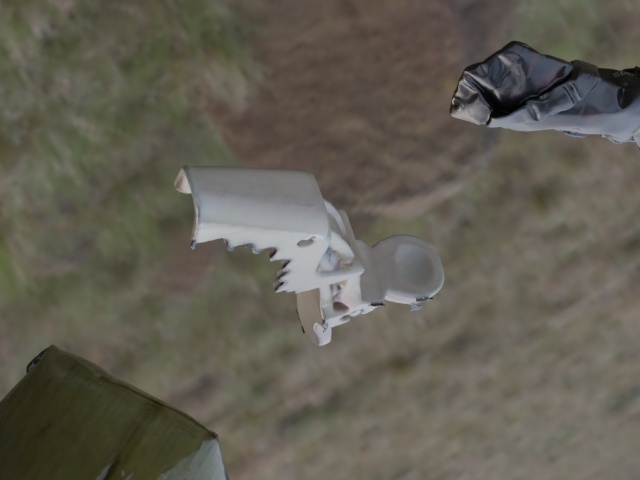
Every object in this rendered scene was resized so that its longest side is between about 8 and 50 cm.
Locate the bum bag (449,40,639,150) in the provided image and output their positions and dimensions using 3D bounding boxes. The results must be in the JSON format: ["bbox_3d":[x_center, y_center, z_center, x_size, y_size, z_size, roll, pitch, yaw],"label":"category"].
[{"bbox_3d":[0.123,-0.069,0.911,0.124,0.034,0.058,7,147,-25],"label":"bum bag"}]

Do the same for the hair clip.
[{"bbox_3d":[0.000,0.000,0.759,0.072,0.034,0.226,-21,162,7],"label":"hair clip"}]

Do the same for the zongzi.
[{"bbox_3d":[-0.102,0.186,0.634,0.256,0.115,0.228,94,18,-56],"label":"zongzi"}]
